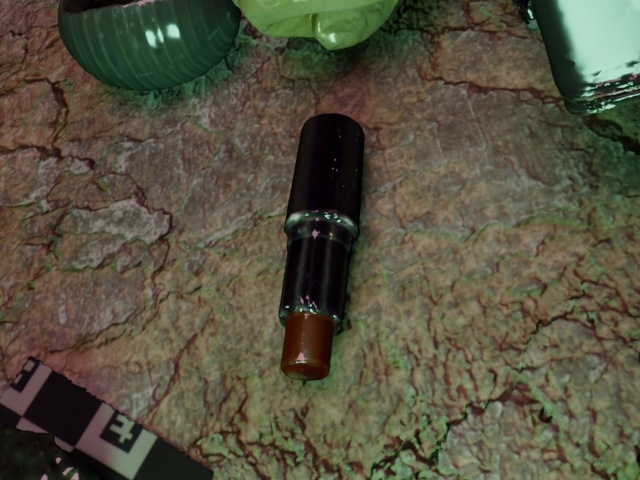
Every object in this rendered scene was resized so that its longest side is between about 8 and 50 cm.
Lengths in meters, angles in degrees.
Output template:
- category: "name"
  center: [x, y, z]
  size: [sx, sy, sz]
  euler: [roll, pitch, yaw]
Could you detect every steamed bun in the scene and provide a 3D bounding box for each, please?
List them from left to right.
- category: "steamed bun"
  center: [0.038, -0.402, 0.972]
  size: [0.230, 0.325, 0.372]
  euler: [27, 48, -13]

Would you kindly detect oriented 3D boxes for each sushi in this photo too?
- category: "sushi"
  center: [-0.326, 0.301, 0.777]
  size: [0.296, 0.100, 0.373]
  euler: [21, 69, 31]

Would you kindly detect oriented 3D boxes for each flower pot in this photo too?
- category: "flower pot"
  center: [-0.221, -0.291, 1.077]
  size: [0.243, 0.157, 0.189]
  euler: [-6, 56, 19]

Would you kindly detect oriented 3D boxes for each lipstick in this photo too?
- category: "lipstick"
  center: [0.000, 0.000, 0.852]
  size: [0.081, 0.081, 0.300]
  euler: [-5, 56, 19]

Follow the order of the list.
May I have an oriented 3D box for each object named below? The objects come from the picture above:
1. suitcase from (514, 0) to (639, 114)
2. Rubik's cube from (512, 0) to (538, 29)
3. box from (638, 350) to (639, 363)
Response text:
- category: "suitcase"
  center: [0.373, -0.260, 0.665]
  size: [0.433, 0.194, 0.283]
  euler: [-12, 30, 24]
- category: "Rubik's cube"
  center: [0.285, -0.424, 0.911]
  size: [0.237, 0.238, 0.237]
  euler: [-20, 52, 10]
- category: "box"
  center: [0.330, -0.006, 0.674]
  size: [0.050, 0.160, 0.230]
  euler: [23, 69, 25]
